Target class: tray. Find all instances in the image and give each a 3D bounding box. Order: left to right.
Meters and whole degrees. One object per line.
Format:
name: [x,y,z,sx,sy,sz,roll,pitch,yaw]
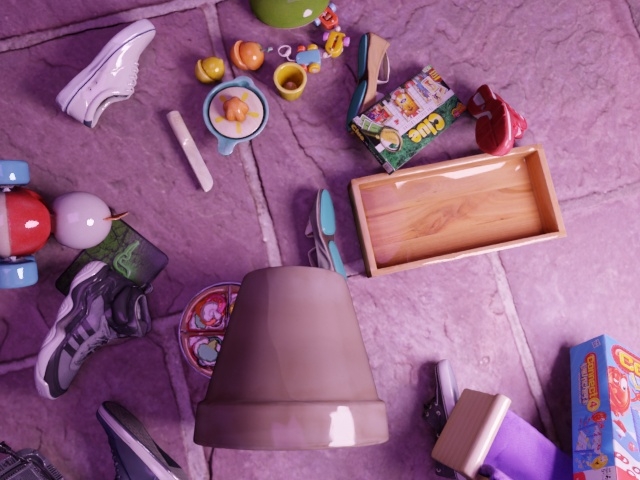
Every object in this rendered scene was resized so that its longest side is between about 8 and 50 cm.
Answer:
tray: [0.279,-0.062,0.976,0.411,0.076,0.202,-11,84,-4]

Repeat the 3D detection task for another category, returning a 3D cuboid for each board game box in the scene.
board game box: [0.189,-0.258,0.976,0.260,0.030,0.136,-41,93,-25]
board game box: [0.607,0.377,0.842,0.308,0.086,0.301,31,48,-5]

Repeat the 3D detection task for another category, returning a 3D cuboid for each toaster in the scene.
toaster: [-0.532,0.482,0.814,0.227,0.129,0.146,41,106,8]

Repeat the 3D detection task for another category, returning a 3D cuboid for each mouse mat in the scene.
mouse mat: [-0.425,0.064,0.951,0.153,0.007,0.189,38,83,2]

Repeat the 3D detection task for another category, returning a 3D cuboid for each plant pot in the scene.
plant pot: [-0.046,0.202,0.819,0.324,0.323,0.280,2,71,-3]

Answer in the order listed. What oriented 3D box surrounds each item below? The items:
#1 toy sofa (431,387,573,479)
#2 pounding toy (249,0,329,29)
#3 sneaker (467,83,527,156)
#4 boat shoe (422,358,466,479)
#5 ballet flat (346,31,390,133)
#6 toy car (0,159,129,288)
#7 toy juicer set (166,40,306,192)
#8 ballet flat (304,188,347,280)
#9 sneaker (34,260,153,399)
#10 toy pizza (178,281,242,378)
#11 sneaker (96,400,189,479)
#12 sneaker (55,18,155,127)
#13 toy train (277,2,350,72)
toy sofa: [0.396,0.429,0.822,0.363,0.177,0.150,39,71,-11]
pounding toy: [-0.057,-0.577,0.984,0.183,0.110,0.236,33,80,14]
sneaker: [0.386,-0.232,0.955,0.128,0.087,0.221,22,46,-18]
boat shoe: [0.241,0.355,0.925,0.076,0.080,0.228,-10,85,21]
ballet flat: [0.111,-0.335,1.001,0.073,0.080,0.232,11,83,-17]
toy car: [-0.500,-0.038,0.897,0.238,0.210,0.219,-4,97,-33]
toy juicer set: [-0.203,-0.288,0.967,0.209,0.089,0.329,42,83,2]
ballet flat: [0.000,0.000,0.956,0.068,0.072,0.213,-15,80,25]
sneaker: [-0.418,0.183,0.881,0.153,0.101,0.268,18,80,1]
toy pizza: [-0.186,0.183,0.937,0.202,0.032,0.201,0,83,-3]
sneaker: [-0.383,0.430,0.867,0.163,0.086,0.226,-41,88,-10]
sneaker: [-0.424,-0.344,0.971,0.091,0.094,0.258,43,87,-16]
toy train: [-0.008,-0.434,1.022,0.166,0.046,0.125,-45,76,-5]
